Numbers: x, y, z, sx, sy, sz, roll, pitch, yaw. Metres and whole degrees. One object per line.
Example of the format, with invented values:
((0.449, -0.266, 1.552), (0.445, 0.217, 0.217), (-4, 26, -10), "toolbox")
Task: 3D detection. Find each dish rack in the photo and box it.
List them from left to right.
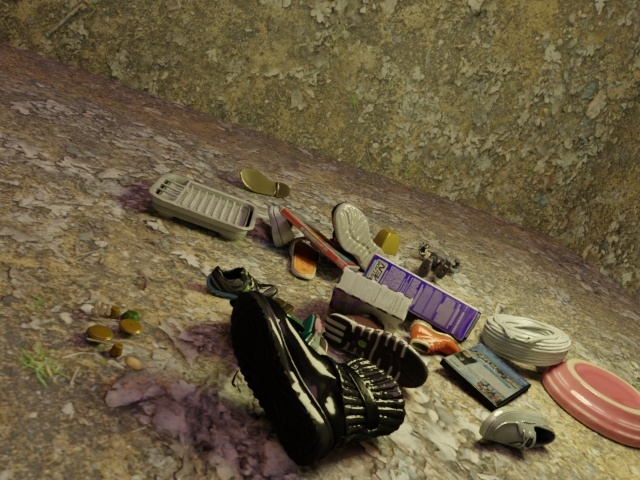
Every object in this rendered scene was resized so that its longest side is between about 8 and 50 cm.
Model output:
((-0.370, -0.102, 1.847), (0.333, 0.072, 0.285), (20, 18, -8), "dish rack")

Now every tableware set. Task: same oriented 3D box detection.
((-0.400, 0.173, 1.128), (0.104, 0.024, 0.154), (19, 17, -22), "tableware set")

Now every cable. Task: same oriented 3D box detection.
((0.628, 0.301, 1.773), (0.257, 0.089, 0.257), (7, 9, -15), "cable")

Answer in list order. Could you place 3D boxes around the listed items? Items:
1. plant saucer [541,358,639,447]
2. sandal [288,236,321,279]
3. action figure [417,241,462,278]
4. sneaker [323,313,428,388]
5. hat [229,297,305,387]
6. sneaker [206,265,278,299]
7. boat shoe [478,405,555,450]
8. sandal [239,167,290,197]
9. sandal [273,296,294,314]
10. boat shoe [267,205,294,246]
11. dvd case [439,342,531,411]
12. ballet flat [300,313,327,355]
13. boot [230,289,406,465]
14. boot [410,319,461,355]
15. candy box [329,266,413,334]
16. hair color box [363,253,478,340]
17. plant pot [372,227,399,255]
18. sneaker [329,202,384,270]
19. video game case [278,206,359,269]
((0.807, 0.446, 1.663), (0.332, 0.084, 0.332), (21, 18, -7), "plant saucer")
((-0.041, 0.040, 1.822), (0.102, 0.076, 0.265), (19, 19, -11), "sandal")
((0.458, 0.083, 2.253), (0.186, 0.099, 0.285), (21, 15, 12), "action figure")
((0.156, 0.249, 1.431), (0.282, 0.106, 0.163), (29, 17, 22), "sneaker")
((-0.149, 0.236, 1.239), (0.173, 0.183, 0.208), (4, -25, 35), "hat")
((-0.189, 0.109, 1.455), (0.188, 0.078, 0.067), (16, 19, -25), "sneaker")
((0.452, 0.428, 1.305), (0.228, 0.079, 0.081), (12, 16, -37), "boat shoe")
((-0.244, -0.225, 2.370), (0.240, 0.088, 0.079), (18, -14, -34), "sandal")
((-0.115, 0.175, 1.419), (0.072, 0.049, 0.180), (33, 6, 13), "sandal")
((-0.127, -0.051, 1.946), (0.076, 0.083, 0.226), (-16, 36, -1), "boat shoe")
((0.446, 0.360, 1.555), (0.180, 0.022, 0.253), (42, 25, 30), "dvd case")
((-0.019, 0.240, 1.316), (0.079, 0.077, 0.221), (44, 18, -5), "ballet flat")
((-0.006, 0.241, 1.118), (0.260, 0.131, 0.347), (-6, 61, -46), "boot")
((0.313, 0.289, 1.591), (0.158, 0.059, 0.084), (27, 38, -5), "boot")
((0.130, 0.166, 1.540), (0.196, 0.070, 0.164), (25, -24, 6), "candy box")
((0.300, 0.172, 1.732), (0.339, 0.110, 0.185), (31, 0, 20), "hair color box")
((0.263, 0.000, 2.274), (0.082, 0.083, 0.081), (12, 21, -27), "plant pot")
((0.083, -0.021, 1.953), (0.180, 0.125, 0.321), (33, -20, 46), "sneaker")
((0.000, 0.000, 1.873), (0.285, 0.025, 0.204), (42, 6, 12), "video game case")
